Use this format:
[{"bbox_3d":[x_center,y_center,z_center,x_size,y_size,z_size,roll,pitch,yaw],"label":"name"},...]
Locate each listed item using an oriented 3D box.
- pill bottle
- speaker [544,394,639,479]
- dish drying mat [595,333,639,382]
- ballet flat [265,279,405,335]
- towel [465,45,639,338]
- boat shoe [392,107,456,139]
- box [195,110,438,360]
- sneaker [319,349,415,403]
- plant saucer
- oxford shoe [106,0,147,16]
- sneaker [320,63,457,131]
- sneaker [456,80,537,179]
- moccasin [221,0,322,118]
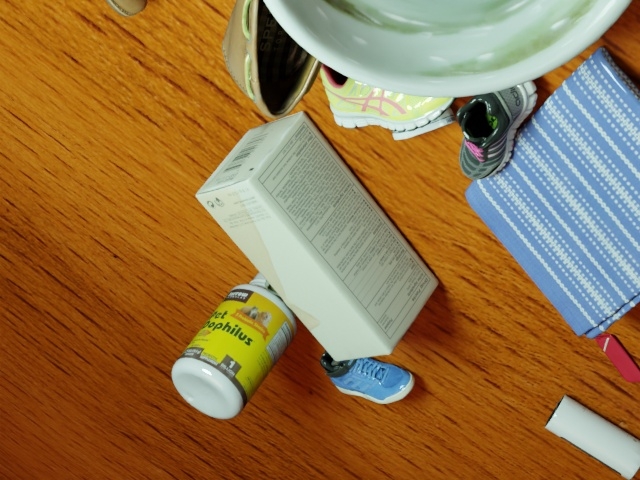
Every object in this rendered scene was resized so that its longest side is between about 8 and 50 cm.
[{"bbox_3d":[-0.113,0.145,2.268,0.117,0.215,0.117,23,144,18],"label":"pill bottle"},{"bbox_3d":[0.373,0.265,2.128,0.136,0.055,0.055,32,146,6],"label":"speaker"},{"bbox_3d":[0.385,0.152,2.023,0.032,0.008,0.083,-15,121,48],"label":"dish drying mat"},{"bbox_3d":[0.017,0.100,2.232,0.213,0.068,0.072,30,146,9],"label":"ballet flat"},{"bbox_3d":[0.314,-0.044,1.794,0.243,0.040,0.336,50,146,7],"label":"towel"},{"bbox_3d":[0.120,-0.146,1.883,0.100,0.035,0.035,-15,94,54],"label":"boat shoe"},{"bbox_3d":[0.000,0.000,2.061,0.121,0.148,0.311,-13,121,49],"label":"box"},{"bbox_3d":[0.063,0.190,2.307,0.152,0.058,0.084,5,144,47],"label":"sneaker"},{"bbox_3d":[0.125,-0.327,1.518,0.400,0.100,0.400,1,130,1],"label":"plant saucer"},{"bbox_3d":[-0.239,-0.358,1.909,0.076,0.076,0.212,9,138,22],"label":"oxford shoe"},{"bbox_3d":[0.076,-0.184,1.830,0.208,0.081,0.094,-1,129,43],"label":"sneaker"},{"bbox_3d":[0.184,-0.125,1.794,0.063,0.075,0.170,55,148,21],"label":"sneaker"},{"bbox_3d":[-0.021,-0.297,1.658,0.139,0.147,0.380,2,132,-26],"label":"moccasin"}]
